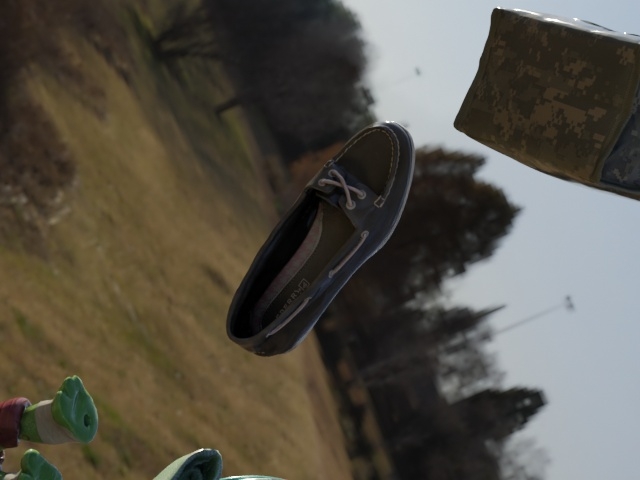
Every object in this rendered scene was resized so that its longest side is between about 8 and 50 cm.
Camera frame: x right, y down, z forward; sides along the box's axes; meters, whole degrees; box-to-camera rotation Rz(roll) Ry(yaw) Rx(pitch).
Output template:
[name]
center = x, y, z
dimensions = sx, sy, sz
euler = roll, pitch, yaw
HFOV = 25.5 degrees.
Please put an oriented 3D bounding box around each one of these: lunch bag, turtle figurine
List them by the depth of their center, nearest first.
[turtle figurine]
center = -0.357, 0.163, 1.264
dimensions = 0.198, 0.266, 0.275
euler = -23, 107, -68
[lunch bag]
center = 0.331, -0.124, 1.464
dimensions = 0.287, 0.169, 0.235
euler = 15, 9, -36

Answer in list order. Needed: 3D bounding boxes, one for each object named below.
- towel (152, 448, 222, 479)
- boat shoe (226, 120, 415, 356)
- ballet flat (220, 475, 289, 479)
[towel]
center = -0.190, 0.233, 0.620
dimensions = 0.038, 0.325, 0.248
euler = 43, 41, -12
[boat shoe]
center = 0.000, 0.000, 1.709
dimensions = 0.112, 0.335, 0.095
euler = 37, 11, 25
[ballet flat]
center = -0.007, 0.238, 1.110
dimensions = 0.221, 0.077, 0.079
euler = 25, 22, -47
